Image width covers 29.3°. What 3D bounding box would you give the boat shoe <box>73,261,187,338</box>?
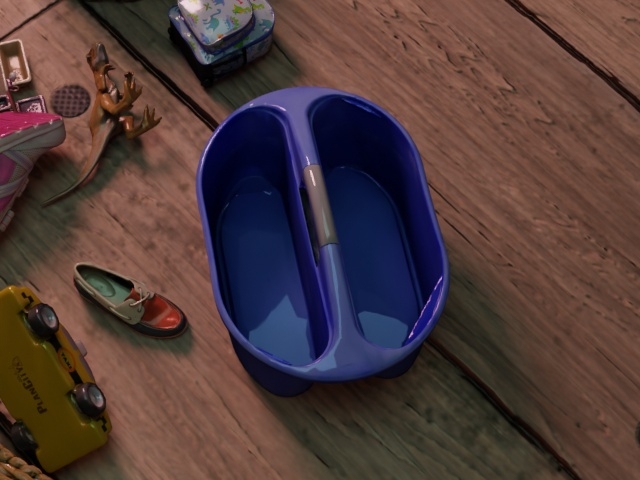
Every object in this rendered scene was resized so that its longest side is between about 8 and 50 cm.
[{"bbox_3d":[-0.207,0.063,1.325,0.137,0.043,0.049,26,64,10],"label":"boat shoe"}]

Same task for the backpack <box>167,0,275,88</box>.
[{"bbox_3d":[-0.114,-0.258,1.465,0.114,0.084,0.105,-27,69,-17],"label":"backpack"}]

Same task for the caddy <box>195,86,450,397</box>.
[{"bbox_3d":[0.000,0.000,1.285,0.241,0.179,0.341,-11,64,-5],"label":"caddy"}]

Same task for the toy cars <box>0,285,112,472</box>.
[{"bbox_3d":[-0.379,0.098,1.272,0.393,0.087,0.176,21,106,9],"label":"toy cars"}]

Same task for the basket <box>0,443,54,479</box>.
[{"bbox_3d":[-0.341,0.297,1.109,0.299,0.213,0.223,30,66,14],"label":"basket"}]

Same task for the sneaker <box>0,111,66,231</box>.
[{"bbox_3d":[-0.383,-0.058,1.355,0.252,0.111,0.103,-37,36,-30],"label":"sneaker"}]

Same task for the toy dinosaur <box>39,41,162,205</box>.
[{"bbox_3d":[-0.249,-0.133,1.423,0.112,0.064,0.211,-13,58,34],"label":"toy dinosaur"}]

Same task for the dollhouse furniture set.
[{"bbox_3d":[-0.380,-0.197,1.429,0.091,0.081,0.114,-15,65,-9],"label":"dollhouse furniture set"}]
